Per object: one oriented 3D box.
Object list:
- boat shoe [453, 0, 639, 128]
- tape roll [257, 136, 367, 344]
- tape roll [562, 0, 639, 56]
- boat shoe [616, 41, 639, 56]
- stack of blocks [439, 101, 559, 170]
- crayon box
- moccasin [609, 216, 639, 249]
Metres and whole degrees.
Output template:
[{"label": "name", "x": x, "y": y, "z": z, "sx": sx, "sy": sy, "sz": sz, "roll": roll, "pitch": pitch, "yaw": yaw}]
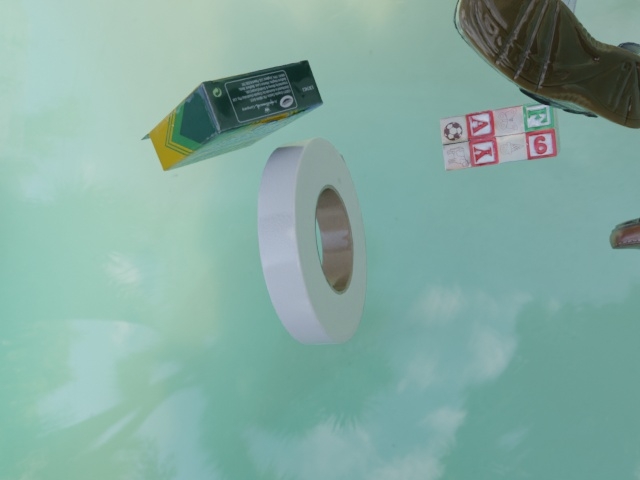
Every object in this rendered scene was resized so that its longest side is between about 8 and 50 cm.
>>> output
[{"label": "boat shoe", "x": 0.142, "y": -0.110, "z": 0.335, "sx": 0.056, "sy": 0.152, "sz": 0.049, "roll": -65, "pitch": 17, "yaw": 4}, {"label": "tape roll", "x": 0.000, "y": 0.000, "z": 1.012, "sx": 0.072, "sy": 0.392, "sz": 0.391, "roll": -8, "pitch": 95, "yaw": 21}, {"label": "tape roll", "x": 0.625, "y": -0.480, "z": 1.152, "sx": 0.321, "sy": 0.077, "sz": 0.321, "roll": 47, "pitch": 152, "yaw": 35}, {"label": "boat shoe", "x": 0.821, "y": -0.430, "z": 1.319, "sx": 0.095, "sy": 0.079, "sz": 0.254, "roll": -36, "pitch": 49, "yaw": 14}, {"label": "stack of blocks", "x": 0.335, "y": -0.187, "z": 0.968, "sx": 0.171, "sy": 0.297, "sz": 0.087, "roll": -5, "pitch": 98, "yaw": 26}, {"label": "crayon box", "x": -0.170, "y": -0.209, "z": 0.960, "sx": 0.323, "sy": 0.203, "sz": 0.083, "roll": -9, "pitch": 103, "yaw": 56}, {"label": "moccasin", "x": 0.711, "y": 0.035, "z": 0.940, "sx": 0.381, "sy": 0.139, "sz": 0.146, "roll": 11, "pitch": 88, "yaw": 4}]
